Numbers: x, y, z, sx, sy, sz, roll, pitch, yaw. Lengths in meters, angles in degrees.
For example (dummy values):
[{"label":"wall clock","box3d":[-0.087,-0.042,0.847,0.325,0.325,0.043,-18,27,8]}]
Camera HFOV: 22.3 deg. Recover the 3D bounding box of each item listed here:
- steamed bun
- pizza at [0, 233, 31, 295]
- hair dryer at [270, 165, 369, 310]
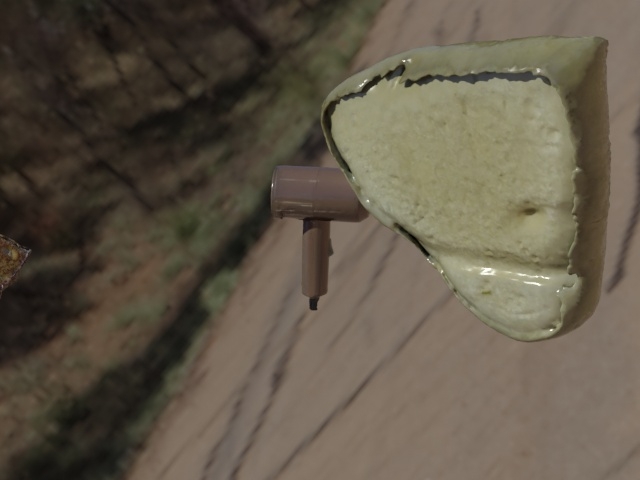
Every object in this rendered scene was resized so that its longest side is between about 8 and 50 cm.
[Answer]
[{"label":"steamed bun","box3d":[0.127,-0.042,1.105,0.231,0.212,0.110,1,28,46]},{"label":"pizza","box3d":[-0.306,0.016,1.380,0.029,0.099,0.100,-48,12,37]},{"label":"hair dryer","box3d":[0.000,0.000,1.909,0.064,0.117,0.181,-75,-13,-64]}]
